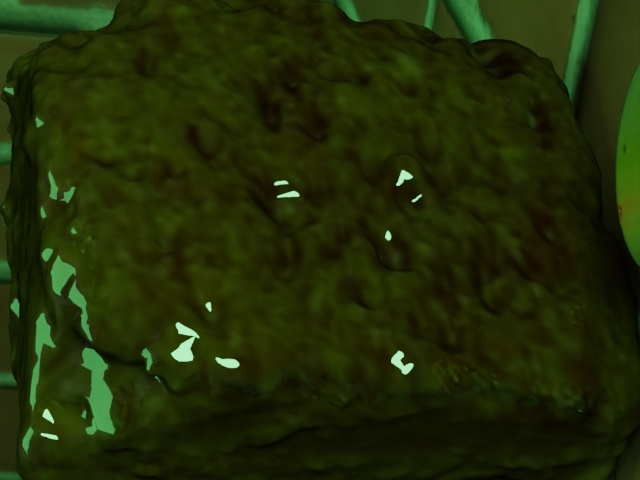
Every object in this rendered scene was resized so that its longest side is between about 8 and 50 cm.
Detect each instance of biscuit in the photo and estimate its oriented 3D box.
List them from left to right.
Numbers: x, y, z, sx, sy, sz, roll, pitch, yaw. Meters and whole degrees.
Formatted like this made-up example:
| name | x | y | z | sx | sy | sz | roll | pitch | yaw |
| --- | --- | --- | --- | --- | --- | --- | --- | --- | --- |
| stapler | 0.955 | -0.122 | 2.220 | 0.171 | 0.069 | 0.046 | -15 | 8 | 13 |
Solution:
| name | x | y | z | sx | sy | sz | roll | pitch | yaw |
| --- | --- | --- | --- | --- | --- | --- | --- | --- | --- |
| biscuit | 0.000 | 0.000 | 1.098 | 0.166 | 0.395 | 0.343 | 115 | 153 | -51 |

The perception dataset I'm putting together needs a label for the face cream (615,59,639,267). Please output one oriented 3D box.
| name | x | y | z | sx | sy | sz | roll | pitch | yaw |
| --- | --- | --- | --- | --- | --- | --- | --- | --- | --- |
| face cream | 0.213 | -0.068 | 0.805 | 0.285 | 0.067 | 0.139 | 136 | 138 | -76 |
